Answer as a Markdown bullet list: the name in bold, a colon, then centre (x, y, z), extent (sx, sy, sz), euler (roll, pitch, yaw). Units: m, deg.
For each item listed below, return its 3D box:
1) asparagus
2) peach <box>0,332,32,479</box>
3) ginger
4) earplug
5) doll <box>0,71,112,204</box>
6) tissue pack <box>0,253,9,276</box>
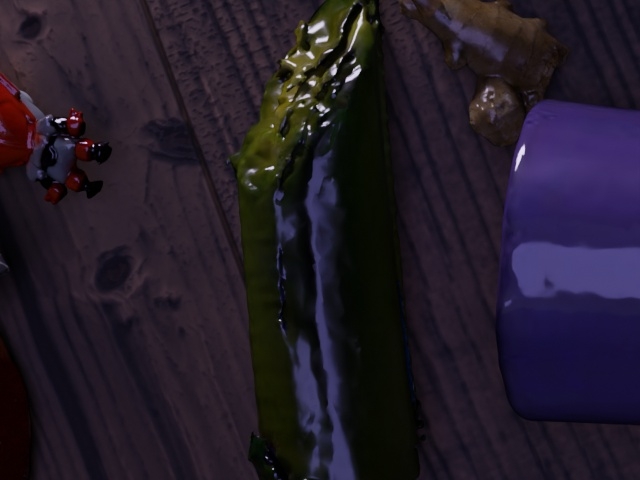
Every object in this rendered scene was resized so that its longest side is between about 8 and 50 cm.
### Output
- **asparagus**: centre (0.000, 0.000, 1.254), extent (0.128, 0.108, 0.382), euler (-5, 89, -4)
- **peach**: centre (-0.321, 0.125, 1.344), extent (0.189, 0.068, 0.279), euler (-17, 88, 9)
- **ginger**: centre (0.103, -0.179, 1.257), extent (0.176, 0.052, 0.193), euler (22, 84, 5)
- **earplug**: centre (0.347, 0.027, 1.104), extent (0.455, 0.215, 0.215), euler (4, 93, 19)
- **doll**: centre (-0.239, -0.083, 1.321), extent (0.169, 0.057, 0.109), euler (27, 118, 19)
- **tissue pack**: centre (-0.388, -0.080, 1.240), extent (0.125, 0.242, 0.344), euler (-42, 76, 5)
